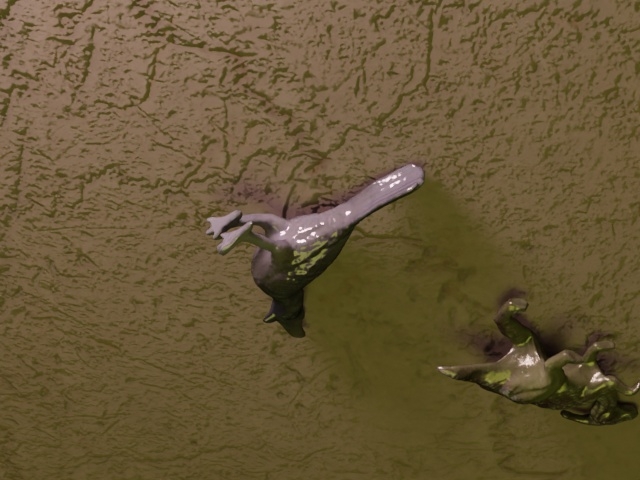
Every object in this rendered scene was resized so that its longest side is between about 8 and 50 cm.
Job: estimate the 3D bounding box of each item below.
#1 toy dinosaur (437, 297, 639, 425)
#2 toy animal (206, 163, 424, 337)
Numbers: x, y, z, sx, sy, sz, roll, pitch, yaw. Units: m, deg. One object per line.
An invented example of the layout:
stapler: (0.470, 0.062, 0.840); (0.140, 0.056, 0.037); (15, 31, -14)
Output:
toy dinosaur: (0.311, 0.181, 2.026); (0.294, 0.077, 0.162); (26, 134, -11)
toy animal: (-0.039, 0.003, 1.942); (0.206, 0.081, 0.367); (12, 139, -23)
